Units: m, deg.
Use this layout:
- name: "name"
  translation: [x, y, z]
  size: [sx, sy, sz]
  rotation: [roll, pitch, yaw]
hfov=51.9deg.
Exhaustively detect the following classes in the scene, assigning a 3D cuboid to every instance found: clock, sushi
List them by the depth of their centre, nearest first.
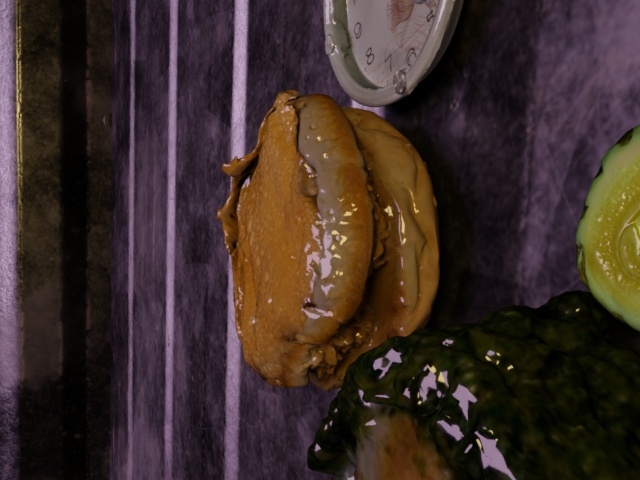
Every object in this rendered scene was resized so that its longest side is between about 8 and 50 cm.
- name: "sushi"
  translation: [0.136, 0.234, 0.414]
  size: [0.351, 0.178, 0.294]
  rotation: [65, 147, 31]
- name: "clock"
  translation: [0.074, -0.247, 0.642]
  size: [0.236, 0.053, 0.236]
  rotation: [7, 98, 64]

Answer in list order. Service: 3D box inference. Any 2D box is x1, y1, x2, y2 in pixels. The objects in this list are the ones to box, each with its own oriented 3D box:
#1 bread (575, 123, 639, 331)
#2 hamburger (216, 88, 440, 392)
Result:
- name: "bread"
  translation: [0.213, -0.008, 0.373]
  size: [0.130, 0.071, 0.139]
  rotation: [48, 130, 47]
- name: "hamburger"
  translation: [0.000, 0.000, 0.677]
  size: [0.319, 0.158, 0.318]
  rotation: [5, 96, 62]
